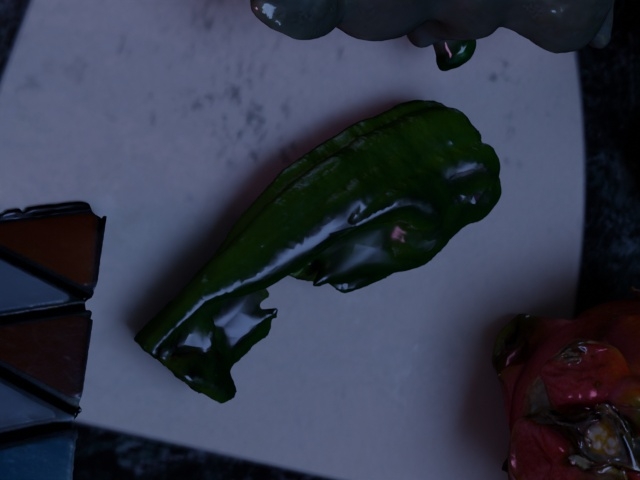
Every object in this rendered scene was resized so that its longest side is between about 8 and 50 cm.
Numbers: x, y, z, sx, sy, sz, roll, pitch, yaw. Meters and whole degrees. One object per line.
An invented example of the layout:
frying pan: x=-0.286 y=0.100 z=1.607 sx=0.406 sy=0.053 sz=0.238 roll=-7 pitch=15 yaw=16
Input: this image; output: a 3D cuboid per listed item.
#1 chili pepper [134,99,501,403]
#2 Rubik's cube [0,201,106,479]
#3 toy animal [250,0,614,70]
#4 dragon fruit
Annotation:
chili pepper: x=0.000 y=0.001 z=1.014 sx=0.253 sy=0.083 sz=0.099 roll=-36 pitch=132 yaw=-17
Rubik's cube: x=-0.271 y=0.085 z=0.859 sx=0.234 sy=0.284 sz=0.250 roll=28 pitch=122 yaw=-19
toy animal: x=0.052 y=-0.164 z=0.971 sx=0.251 sy=0.125 sz=0.127 roll=-6 pitch=88 yaw=-35
dragon fruit: x=0.223 y=0.135 z=1.134 sx=0.227 sy=0.224 sz=0.224 roll=-2 pitch=106 yaw=-31
